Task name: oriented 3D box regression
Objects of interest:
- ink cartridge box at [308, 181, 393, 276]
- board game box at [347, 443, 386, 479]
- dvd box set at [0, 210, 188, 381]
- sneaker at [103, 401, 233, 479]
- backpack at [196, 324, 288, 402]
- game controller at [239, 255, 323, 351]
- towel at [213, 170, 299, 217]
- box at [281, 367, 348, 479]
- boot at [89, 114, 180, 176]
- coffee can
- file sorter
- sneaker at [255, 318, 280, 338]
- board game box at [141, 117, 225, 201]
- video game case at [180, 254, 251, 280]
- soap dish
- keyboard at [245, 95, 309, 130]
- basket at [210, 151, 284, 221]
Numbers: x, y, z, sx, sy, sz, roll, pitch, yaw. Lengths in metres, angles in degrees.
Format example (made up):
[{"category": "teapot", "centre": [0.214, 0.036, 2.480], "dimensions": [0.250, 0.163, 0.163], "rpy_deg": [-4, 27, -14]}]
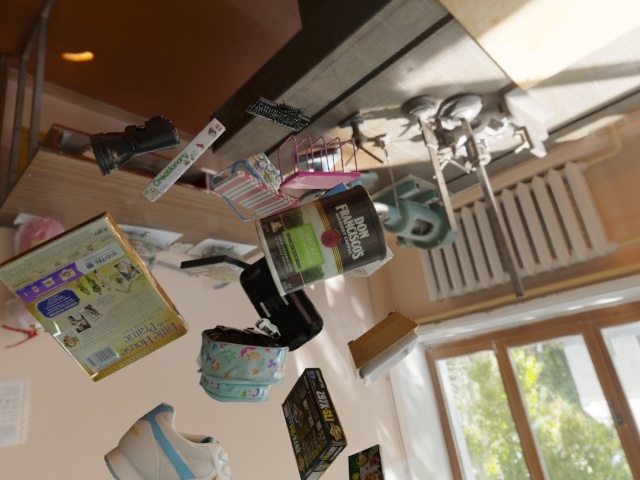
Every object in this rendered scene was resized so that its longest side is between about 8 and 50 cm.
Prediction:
[{"category": "ink cartridge box", "centre": [0.082, -0.026, 1.481], "dimensions": [0.129, 0.307, 0.223], "rpy_deg": [-38, -172, -18]}, {"category": "board game box", "centre": [0.163, 0.842, 1.459], "dimensions": [0.136, 0.030, 0.260], "rpy_deg": [-31, -161, 12]}, {"category": "dvd box set", "centre": [-0.611, 0.167, 1.173], "dimensions": [0.307, 0.420, 0.062], "rpy_deg": [-28, -154, -5]}, {"category": "sneaker", "centre": [-0.136, 0.293, 0.495], "dimensions": [0.092, 0.229, 0.087], "rpy_deg": [-48, -170, -26]}, {"category": "backpack", "centre": [-0.205, 0.321, 1.108], "dimensions": [0.225, 0.191, 0.253], "rpy_deg": [12, 165, -25]}, {"category": "game controller", "centre": [-0.131, 0.197, 1.371], "dimensions": [0.166, 0.319, 0.067], "rpy_deg": [-35, 165, 1]}, {"category": "towel", "centre": [-0.172, -0.120, 1.121], "dimensions": [0.197, 0.029, 0.144], "rpy_deg": [27, 153, -33]}, {"category": "box", "centre": [-0.034, 0.691, 1.601], "dimensions": [0.079, 0.322, 0.257], "rpy_deg": [9, 123, -29]}, {"category": "boot", "centre": [-0.473, -0.254, 1.092], "dimensions": [0.207, 0.246, 0.094], "rpy_deg": [-19, 119, -17]}, {"category": "coffee can", "centre": [0.000, 0.000, 1.045], "dimensions": [0.275, 0.201, 0.201], "rpy_deg": [-19, 161, -4]}, {"category": "file sorter", "centre": [-0.013, -0.331, 1.784], "dimensions": [0.290, 0.182, 0.202], "rpy_deg": [-4, 173, -27]}, {"category": "sneaker", "centre": [-0.132, 0.228, 1.080], "dimensions": [0.032, 0.037, 0.083], "rpy_deg": [-49, 134, 3]}, {"category": "board game box", "centre": [-0.453, -0.261, 1.386], "dimensions": [0.053, 0.305, 0.193], "rpy_deg": [45, 157, -20]}, {"category": "video game case", "centre": [-0.387, 0.120, 1.718], "dimensions": [0.275, 0.035, 0.248], "rpy_deg": [-9, 156, 36]}, {"category": "soap dish", "centre": [0.195, 0.353, 1.368], "dimensions": [0.229, 0.118, 0.291], "rpy_deg": [-33, 157, -11]}, {"category": "keyboard", "centre": [-0.119, -0.370, 1.250], "dimensions": [0.192, 0.038, 0.100], "rpy_deg": [10, 152, -38]}, {"category": "basket", "centre": [-0.334, -0.263, 1.962], "dimensions": [0.289, 0.255, 0.201], "rpy_deg": [-46, -167, -25]}]
